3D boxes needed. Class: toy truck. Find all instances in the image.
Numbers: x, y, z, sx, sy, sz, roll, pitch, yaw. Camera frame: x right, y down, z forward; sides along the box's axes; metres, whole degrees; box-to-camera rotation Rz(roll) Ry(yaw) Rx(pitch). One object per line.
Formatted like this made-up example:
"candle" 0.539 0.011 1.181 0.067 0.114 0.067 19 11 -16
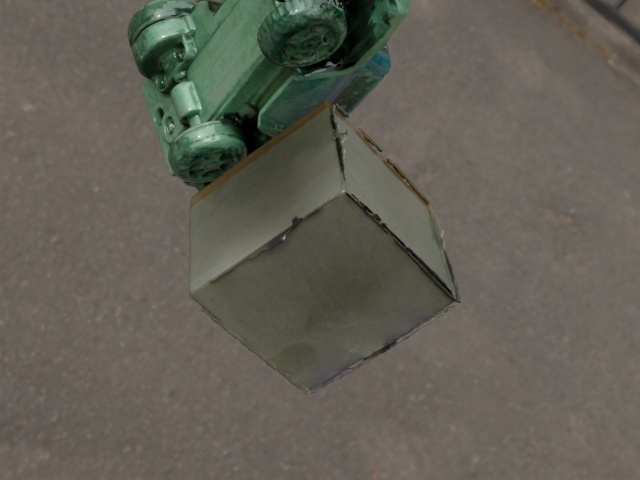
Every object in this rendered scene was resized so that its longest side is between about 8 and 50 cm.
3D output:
"toy truck" -0.041 -0.159 0.891 0.156 0.279 0.155 -1 60 -39

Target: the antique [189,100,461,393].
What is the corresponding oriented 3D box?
"antique" 0.000 0.000 0.854 0.146 0.152 0.148 44 22 -32
